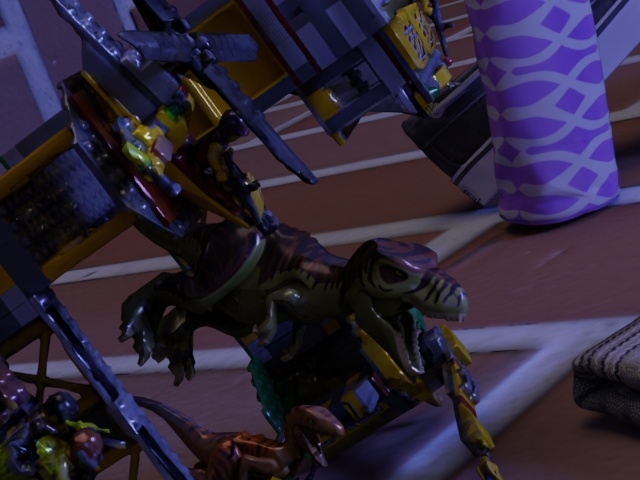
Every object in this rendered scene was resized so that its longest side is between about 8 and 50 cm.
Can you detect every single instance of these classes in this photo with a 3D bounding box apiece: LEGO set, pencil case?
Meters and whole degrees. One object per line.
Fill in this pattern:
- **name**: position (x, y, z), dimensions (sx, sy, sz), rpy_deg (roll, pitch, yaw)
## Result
- **LEGO set**: position (0.000, 0.000, 0.556), dimensions (0.192, 0.255, 0.331), rpy_deg (-34, 0, 17)
- **pencil case**: position (0.134, -0.112, 0.954), dimensions (0.086, 0.206, 0.088), rpy_deg (-21, 16, -34)

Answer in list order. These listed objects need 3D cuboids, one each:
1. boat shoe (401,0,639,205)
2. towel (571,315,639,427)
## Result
- **boat shoe**: position (0.179, -0.166, 1.049), dimensions (0.301, 0.102, 0.108), rpy_deg (-48, -2, 12)
- **towel**: position (0.292, 0.001, 0.540), dimensions (0.312, 0.056, 0.324), rpy_deg (-25, 14, -22)
